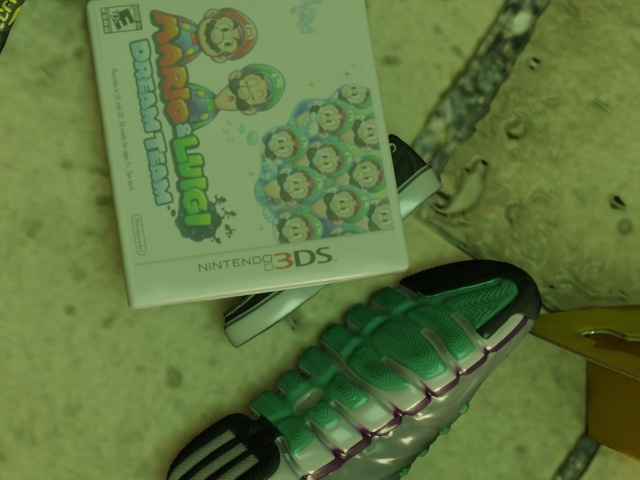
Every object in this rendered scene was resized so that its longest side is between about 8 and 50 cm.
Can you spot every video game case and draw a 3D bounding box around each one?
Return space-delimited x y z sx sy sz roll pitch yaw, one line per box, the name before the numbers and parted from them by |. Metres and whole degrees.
video game case | -0.037 -0.052 0.942 0.143 0.019 0.157 -8 81 -12

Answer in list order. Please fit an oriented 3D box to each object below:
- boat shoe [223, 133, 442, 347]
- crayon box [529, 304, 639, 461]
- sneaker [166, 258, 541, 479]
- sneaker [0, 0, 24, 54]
boat shoe | 0.000 0.000 0.974 0.142 0.049 0.040 -39 89 -12
crayon box | 0.279 0.079 0.986 0.318 0.202 0.081 -3 97 -16
sneaker | 0.028 0.100 0.988 0.223 0.083 0.098 -33 125 -7
sneaker | -0.160 -0.119 0.913 0.031 0.035 0.083 21 90 -17
